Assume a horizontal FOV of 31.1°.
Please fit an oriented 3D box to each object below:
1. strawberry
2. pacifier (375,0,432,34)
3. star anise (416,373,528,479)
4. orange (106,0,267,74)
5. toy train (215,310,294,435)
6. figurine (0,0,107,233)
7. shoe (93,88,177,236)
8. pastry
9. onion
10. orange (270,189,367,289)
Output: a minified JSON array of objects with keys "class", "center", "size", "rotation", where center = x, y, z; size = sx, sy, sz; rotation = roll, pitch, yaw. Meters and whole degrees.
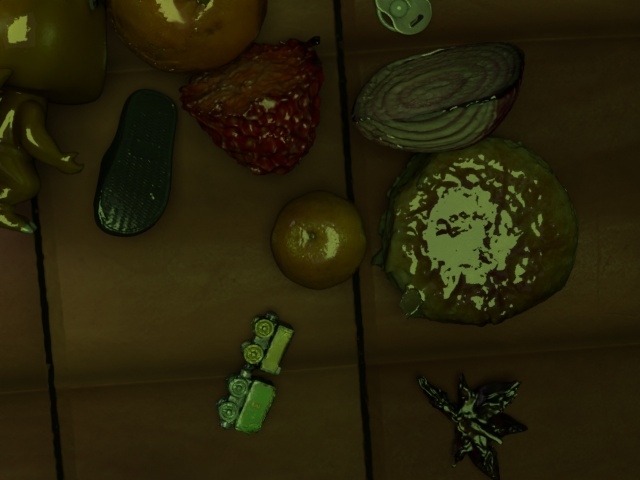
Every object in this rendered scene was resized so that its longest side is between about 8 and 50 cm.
[{"class":"strawberry","center":[-0.086,-0.195,1.758],"size":[0.234,0.234,0.178],"rotation":[-18,125,-1]},{"class":"pacifier","center":[0.122,-0.360,1.783],"size":[0.081,0.078,0.099],"rotation":[-40,97,22]},{"class":"star anise","center":[0.262,0.284,1.856],"size":[0.157,0.053,0.212],"rotation":[-24,94,0]},{"class":"orange","center":[-0.197,-0.361,1.692],"size":[0.240,0.240,0.240],"rotation":[0,95,-3]},{"class":"toy train","center":[-0.100,0.212,1.831],"size":[0.081,0.060,0.202],"rotation":[23,93,-11]},{"class":"figurine","center":[-0.445,-0.218,1.641],"size":[0.268,0.401,0.387],"rotation":[17,100,-24]},{"class":"shoe","center":[-0.287,-0.113,1.786],"size":[0.108,0.093,0.241],"rotation":[17,72,-20]},{"class":"pastry","center":[0.242,-0.019,1.787],"size":[0.330,0.136,0.329],"rotation":[0,95,-1]},{"class":"onion","center":[0.191,-0.207,1.737],"size":[0.250,0.247,0.111],"rotation":[-7,119,22]},{"class":"orange","center":[0.000,0.000,1.787],"size":[0.155,0.134,0.154],"rotation":[-2,82,17]}]
